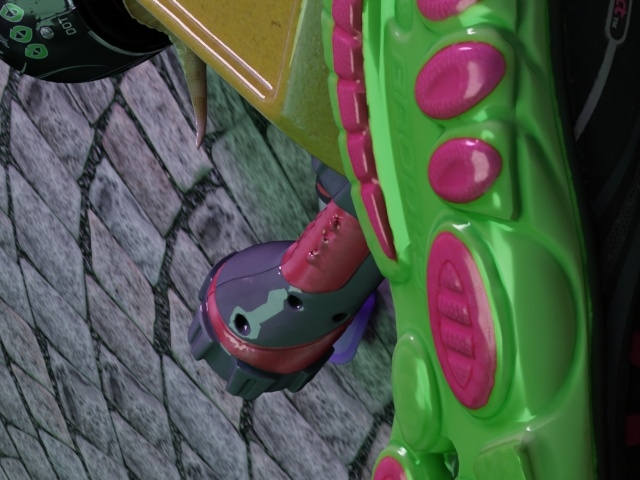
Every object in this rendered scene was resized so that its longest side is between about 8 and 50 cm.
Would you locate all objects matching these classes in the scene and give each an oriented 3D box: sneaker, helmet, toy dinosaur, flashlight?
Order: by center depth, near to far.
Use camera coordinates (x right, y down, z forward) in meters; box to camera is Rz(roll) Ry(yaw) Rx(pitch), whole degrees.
[{"bbox_3d":[0.131,0.052,0.894,0.185,0.202,0.483,32,133,52],"label":"sneaker"},{"bbox_3d":[0.000,0.000,1.221,0.103,0.103,0.304,47,149,9],"label":"flashlight"},{"bbox_3d":[-0.083,-0.159,1.252,0.053,0.092,0.183,24,135,60],"label":"toy dinosaur"},{"bbox_3d":[-0.165,-0.187,1.310,0.161,0.169,0.169,6,124,49],"label":"helmet"}]

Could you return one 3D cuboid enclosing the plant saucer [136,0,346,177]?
[{"bbox_3d":[-0.042,-0.224,1.016,0.333,0.081,0.333,43,135,34],"label":"plant saucer"}]

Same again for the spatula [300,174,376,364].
[{"bbox_3d":[0.011,-0.019,1.312,0.084,0.030,0.296,46,153,26],"label":"spatula"}]
